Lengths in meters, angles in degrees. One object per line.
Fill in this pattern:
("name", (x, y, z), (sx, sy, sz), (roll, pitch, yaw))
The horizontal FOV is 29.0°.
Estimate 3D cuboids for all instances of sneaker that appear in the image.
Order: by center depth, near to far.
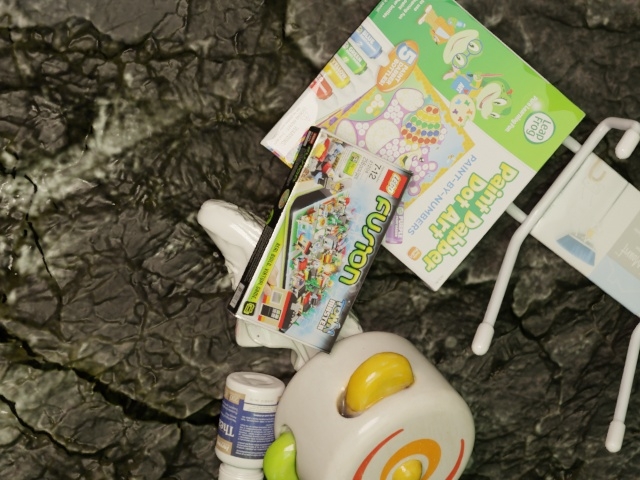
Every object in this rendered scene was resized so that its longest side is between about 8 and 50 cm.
("sneaker", (-0.061, 0.058, 1.321), (0.115, 0.090, 0.232), (-43, 106, 2))

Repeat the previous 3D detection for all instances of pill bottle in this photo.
("pill bottle", (-0.080, 0.210, 1.357), (0.067, 0.067, 0.120), (7, 99, -14))

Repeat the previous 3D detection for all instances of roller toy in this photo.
("roller toy", (0.062, 0.206, 1.315), (0.191, 0.146, 0.209), (17, 111, -41))

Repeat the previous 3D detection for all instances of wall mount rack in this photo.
("wall mount rack", (0.319, 0.043, 1.381), (0.350, 0.130, 0.304), (36, 92, -16))

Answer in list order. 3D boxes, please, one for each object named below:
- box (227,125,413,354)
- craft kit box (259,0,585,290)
("box", (0.000, 0.000, 1.257), (0.114, 0.036, 0.207), (24, 92, -21))
("craft kit box", (0.107, -0.118, 1.315), (0.247, 0.061, 0.250), (39, 91, -7))
